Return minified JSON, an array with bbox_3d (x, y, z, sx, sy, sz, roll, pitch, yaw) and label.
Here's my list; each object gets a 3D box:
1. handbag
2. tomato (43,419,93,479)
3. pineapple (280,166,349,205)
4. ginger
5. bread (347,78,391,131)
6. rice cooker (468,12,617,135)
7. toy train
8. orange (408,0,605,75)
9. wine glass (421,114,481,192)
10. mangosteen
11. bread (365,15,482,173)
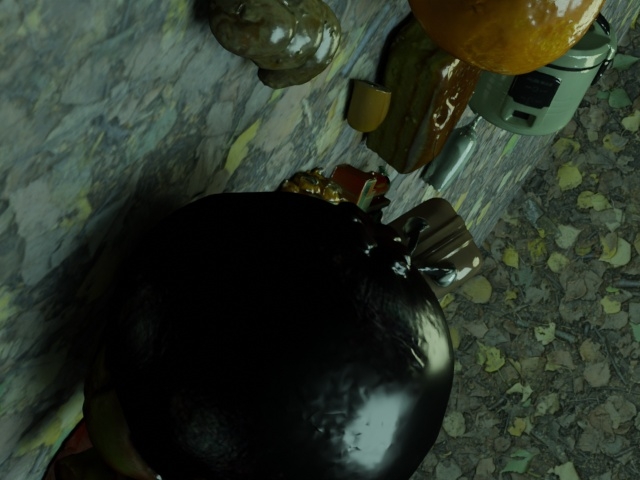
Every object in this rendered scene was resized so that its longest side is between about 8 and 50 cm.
[{"bbox_3d":[0.108,0.055,1.545,0.302,0.149,0.283,-30,175,-1],"label":"handbag"},{"bbox_3d":[-0.253,0.279,1.253,0.225,0.085,0.225,-47,161,-21],"label":"tomato"},{"bbox_3d":[-0.004,0.004,1.310,0.250,0.164,0.140,-45,154,-26],"label":"pineapple"},{"bbox_3d":[-0.039,-0.196,0.922,0.104,0.080,0.204,-53,168,9],"label":"ginger"},{"bbox_3d":[0.070,-0.192,1.326,0.062,0.049,0.103,-48,165,-29],"label":"bread"},{"bbox_3d":[0.365,-0.311,1.659,0.226,0.226,0.244,-40,159,-45],"label":"rice cooker"},{"bbox_3d":[0.061,-0.064,1.528,0.176,0.074,0.118,-21,138,-62],"label":"toy train"},{"bbox_3d":[0.220,-0.324,1.159,0.246,0.246,0.246,-50,164,-20],"label":"orange"},{"bbox_3d":[0.284,-0.206,1.933,0.262,0.074,0.074,-57,165,9],"label":"wine glass"},{"bbox_3d":[-0.070,0.155,1.037,0.435,0.382,0.382,-51,167,14],"label":"mangosteen"},{"bbox_3d":[0.165,-0.230,1.422,0.184,0.110,0.234,-48,162,-30],"label":"bread"}]
